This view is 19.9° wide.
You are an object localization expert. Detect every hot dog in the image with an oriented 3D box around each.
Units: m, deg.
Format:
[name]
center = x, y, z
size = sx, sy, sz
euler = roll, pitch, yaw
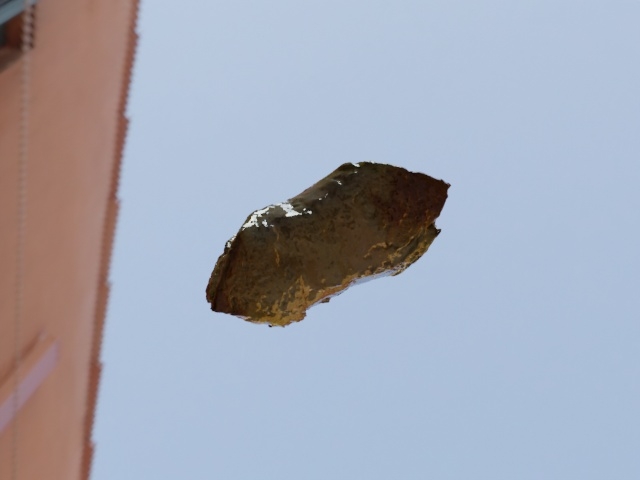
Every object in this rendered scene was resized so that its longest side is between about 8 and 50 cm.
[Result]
[hot dog]
center = 0.000, 0.001, 1.123
size = 0.169, 0.061, 0.078
euler = -24, -88, -14
